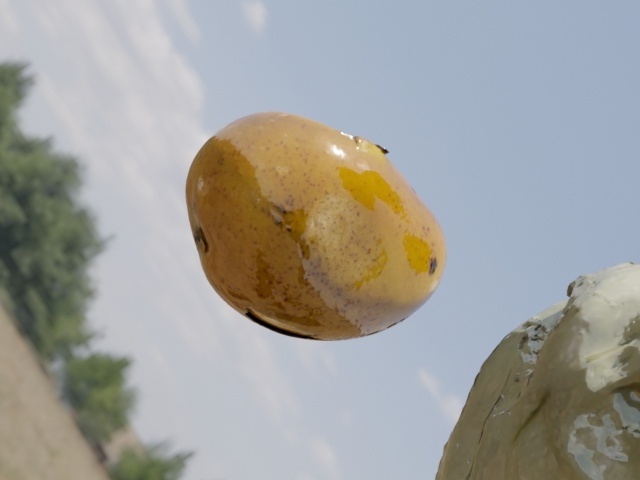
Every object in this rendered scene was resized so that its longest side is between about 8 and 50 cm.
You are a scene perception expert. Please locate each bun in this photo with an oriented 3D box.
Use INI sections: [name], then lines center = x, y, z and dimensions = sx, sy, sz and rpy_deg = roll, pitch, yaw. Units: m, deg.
[bun]
center = 0.249, 0.126, 1.295
dimensions = 0.234, 0.362, 0.326
rpy_deg = 62, 15, 19

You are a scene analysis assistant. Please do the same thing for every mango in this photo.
[mango]
center = 0.000, 0.000, 1.866
dimensions = 0.290, 0.191, 0.160
rpy_deg = 22, -10, -33
